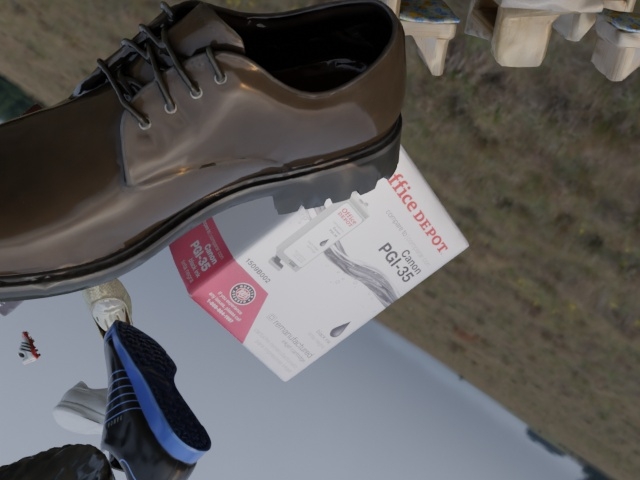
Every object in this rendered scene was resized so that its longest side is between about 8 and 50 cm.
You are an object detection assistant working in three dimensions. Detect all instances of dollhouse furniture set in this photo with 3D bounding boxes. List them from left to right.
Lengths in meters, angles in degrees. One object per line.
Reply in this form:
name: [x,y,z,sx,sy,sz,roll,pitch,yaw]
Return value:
dollhouse furniture set: [0.224,-0.390,1.080,0.362,0.256,0.394,0,-148,-10]

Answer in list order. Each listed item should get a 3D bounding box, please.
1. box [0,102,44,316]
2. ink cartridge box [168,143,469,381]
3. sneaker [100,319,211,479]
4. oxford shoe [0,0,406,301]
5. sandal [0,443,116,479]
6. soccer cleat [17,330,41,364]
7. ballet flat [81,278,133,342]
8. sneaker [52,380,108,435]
box: [-0.392,-0.035,1.135,0.168,0.167,0.203,44,140,-13]
ink cartridge box: [0.000,0.000,1.013,0.207,0.283,0.117,49,-174,-39]
sneaker: [-0.187,0.168,0.870,0.081,0.090,0.232,35,-173,-35]
oxford shoe: [-0.067,-0.048,0.330,0.082,0.227,0.096,52,152,31]
sandal: [-0.307,0.185,0.371,0.167,0.446,0.107,15,128,67]
soccer cleat: [-0.535,0.194,1.578,0.083,0.036,0.029,44,161,46]
ballet flat: [-0.267,0.110,1.140,0.052,0.057,0.168,-123,16,-45]
sneaker: [-0.328,0.287,1.440,0.212,0.094,0.080,19,133,7]
